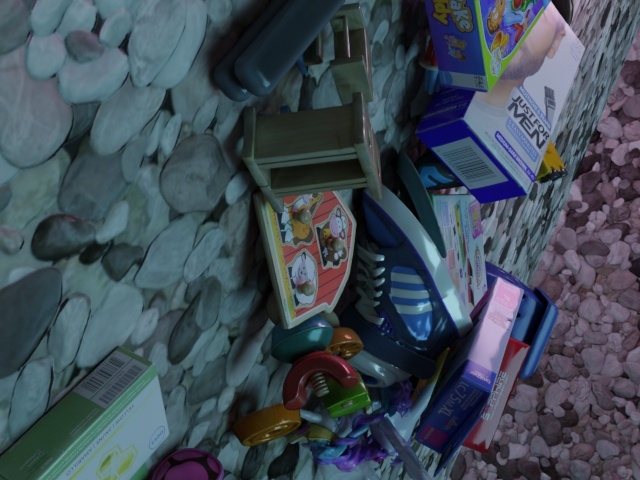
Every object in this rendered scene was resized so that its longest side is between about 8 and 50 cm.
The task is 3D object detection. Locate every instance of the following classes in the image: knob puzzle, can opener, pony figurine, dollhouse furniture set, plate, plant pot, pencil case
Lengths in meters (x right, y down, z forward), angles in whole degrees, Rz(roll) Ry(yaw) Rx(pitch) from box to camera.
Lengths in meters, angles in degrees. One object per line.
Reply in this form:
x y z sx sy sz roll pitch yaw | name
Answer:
0.000 0.000 1.012 0.213 0.030 0.213 9 79 -55 | knob puzzle
-0.020 -0.258 0.806 0.093 0.074 0.280 44 64 -29 | can opener
0.116 0.334 1.437 0.363 0.303 0.351 -45 117 -36 | pony figurine
-0.005 -0.145 0.899 0.129 0.129 0.184 64 23 -61 | dollhouse furniture set
0.154 -0.054 1.272 0.024 0.188 0.188 -23 150 0 | plate
0.449 0.197 1.973 0.236 0.212 0.236 -46 156 -81 | plant pot
-0.175 0.363 0.989 0.098 0.095 0.209 -16 125 -43 | pencil case

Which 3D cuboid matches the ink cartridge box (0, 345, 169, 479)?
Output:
-0.226 0.245 0.812 0.171 0.056 0.235 -47 148 -41 | ink cartridge box

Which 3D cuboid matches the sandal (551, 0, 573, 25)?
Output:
0.478 -0.454 1.716 0.060 0.090 0.219 -19 138 -33 | sandal

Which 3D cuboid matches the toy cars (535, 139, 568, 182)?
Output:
0.420 -0.225 1.640 0.176 0.087 0.394 45 31 -31 | toy cars

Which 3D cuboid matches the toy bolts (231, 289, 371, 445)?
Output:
-0.043 0.164 1.103 0.218 0.158 0.228 -20 157 -6 | toy bolts

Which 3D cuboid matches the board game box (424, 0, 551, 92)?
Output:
0.219 -0.411 1.072 0.233 0.078 0.347 -54 142 -28 | board game box

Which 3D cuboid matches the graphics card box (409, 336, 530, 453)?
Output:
0.291 0.278 1.697 0.371 0.094 0.233 -160 -89 -77 | graphics card box

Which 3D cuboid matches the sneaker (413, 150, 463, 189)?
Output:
0.246 -0.171 1.432 0.341 0.125 0.140 -26 111 -59 | sneaker

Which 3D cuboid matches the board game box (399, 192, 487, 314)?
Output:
0.242 0.032 1.512 0.316 0.064 0.242 -6 91 -65 | board game box

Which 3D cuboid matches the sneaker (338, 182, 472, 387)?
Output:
0.081 0.092 1.253 0.236 0.130 0.323 -34 117 -3 | sneaker

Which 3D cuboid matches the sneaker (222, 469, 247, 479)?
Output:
-0.077 0.444 1.218 0.112 0.131 0.319 -62 157 -14 | sneaker

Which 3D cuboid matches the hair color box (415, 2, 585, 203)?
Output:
0.304 -0.250 1.310 0.185 0.110 0.339 42 58 -27 | hair color box

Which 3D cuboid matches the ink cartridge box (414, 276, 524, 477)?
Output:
0.241 0.218 1.315 0.311 0.065 0.186 -59 175 -48 | ink cartridge box

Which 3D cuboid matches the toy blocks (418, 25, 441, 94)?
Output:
0.199 -0.310 1.237 0.123 0.054 0.148 -38 144 -49 | toy blocks
